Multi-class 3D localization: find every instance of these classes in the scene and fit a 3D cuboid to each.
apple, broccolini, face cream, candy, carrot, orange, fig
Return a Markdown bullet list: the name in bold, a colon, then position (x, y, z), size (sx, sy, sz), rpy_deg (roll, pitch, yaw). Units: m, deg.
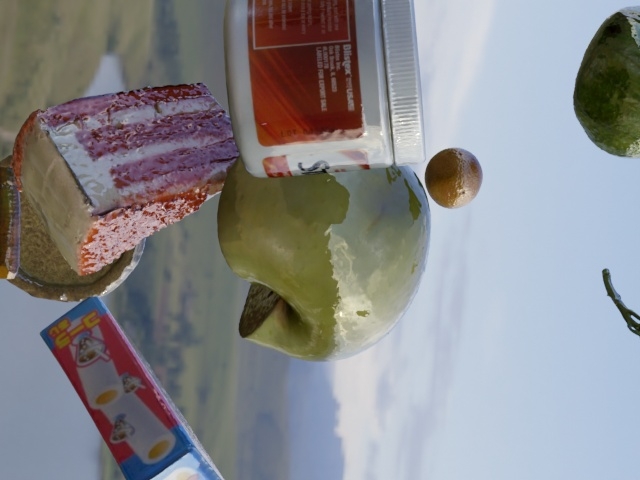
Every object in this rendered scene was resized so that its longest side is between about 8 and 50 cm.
- **apple**: position (0.018, 0.004, 1.646), size (0.258, 0.233, 0.295), rpy_deg (-55, 159, -34)
- **broccolini**: position (0.434, 0.096, 1.885), size (0.194, 0.052, 0.054), rpy_deg (57, -46, 44)
- **face cream**: position (0.007, -0.168, 1.380), size (0.201, 0.187, 0.201), rpy_deg (-4, 90, -86)
- **candy**: position (-0.243, 0.228, 1.783), size (0.306, 0.100, 0.157), rpy_deg (49, -10, 38)
- **carrot**: position (-0.459, -0.028, 1.986), size (0.042, 0.042, 0.171), rpy_deg (-130, -138, -83)
- **orange**: position (0.178, -0.083, 1.815), size (0.085, 0.085, 0.085), rpy_deg (-175, -90, -85)
- **fig**: position (0.458, -0.190, 1.764), size (0.203, 0.235, 0.203), rpy_deg (-36, 139, -40)

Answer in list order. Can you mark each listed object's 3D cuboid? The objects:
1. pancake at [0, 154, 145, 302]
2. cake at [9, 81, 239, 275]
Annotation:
- **pancake**: position (-0.445, -0.026, 2.321), size (0.033, 0.286, 0.288), rpy_deg (-82, 148, -72)
- **cake**: position (-0.225, -0.070, 1.594), size (0.158, 0.262, 0.159), rpy_deg (57, -47, 16)
